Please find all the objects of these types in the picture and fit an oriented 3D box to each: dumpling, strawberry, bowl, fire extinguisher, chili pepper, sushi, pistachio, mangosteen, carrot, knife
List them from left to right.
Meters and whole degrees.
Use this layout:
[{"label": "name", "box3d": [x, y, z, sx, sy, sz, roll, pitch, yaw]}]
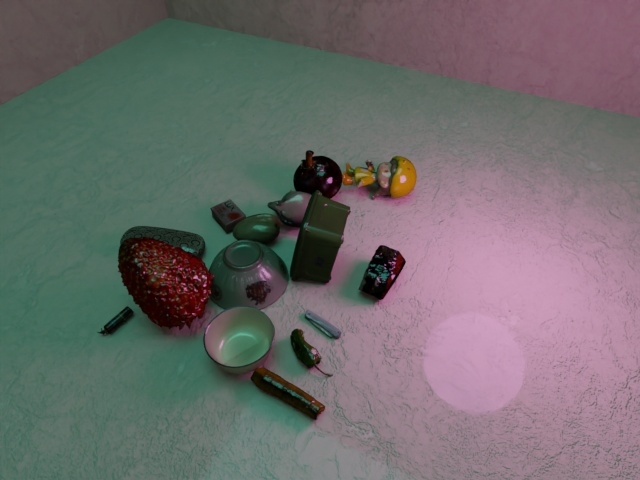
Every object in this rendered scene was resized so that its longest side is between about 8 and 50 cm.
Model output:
[{"label": "fire extinguisher", "box3d": [-0.748, 0.300, 1.671, 0.056, 0.039, 0.132, 19, 48, 29]}, {"label": "strawberry", "box3d": [-0.551, 0.146, 1.597, 0.292, 0.343, 0.292, -22, 48, 27]}, {"label": "bowl", "box3d": [-0.270, 0.356, 1.558, 0.237, 0.126, 0.238, 0, 45, 0]}, {"label": "bowl", "box3d": [-0.294, 0.102, 1.785, 0.337, 0.157, 0.337, 0, 47, 0]}, {"label": "pistachio", "box3d": [-0.270, -0.048, 1.950, 0.206, 0.131, 0.129, -4, 3, -2]}, {"label": "carrot", "box3d": [-0.107, 0.492, 1.471, 0.260, 0.070, 0.070, 25, 51, 19]}, {"label": "dumpling", "box3d": [-0.092, -0.128, 2.030, 0.293, 0.204, 0.163, 3, 77, -13]}, {"label": "chili pepper", "box3d": [-0.043, 0.386, 1.567, 0.073, 0.072, 0.204, -24, 50, -24]}, {"label": "mangosteen", "box3d": [-0.024, -0.306, 2.102, 0.235, 0.261, 0.235, -15, 46, 15]}, {"label": "knife", "box3d": [0.007, 0.310, 1.677, 0.162, 0.023, 0.044, 30, 57, 25]}, {"label": "sushi", "box3d": [0.240, 0.120, 1.787, 0.126, 0.136, 0.225, 28, 47, 14]}]

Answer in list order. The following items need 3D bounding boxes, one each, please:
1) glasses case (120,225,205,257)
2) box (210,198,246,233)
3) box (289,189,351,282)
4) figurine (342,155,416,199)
[{"label": "glasses case", "box3d": [-0.662, 0.014, 1.914, 0.354, 0.085, 0.137, 8, 47, 7]}, {"label": "box", "box3d": [-0.413, -0.111, 2.058, 0.111, 0.060, 0.156, -29, 53, -27]}, {"label": "box", "box3d": [0.000, 0.000, 1.786, 0.177, 0.329, 0.253, 16, 48, -2]}, {"label": "figurine", "box3d": [0.285, -0.310, 2.179, 0.343, 0.187, 0.215, 5, 55, 13]}]
